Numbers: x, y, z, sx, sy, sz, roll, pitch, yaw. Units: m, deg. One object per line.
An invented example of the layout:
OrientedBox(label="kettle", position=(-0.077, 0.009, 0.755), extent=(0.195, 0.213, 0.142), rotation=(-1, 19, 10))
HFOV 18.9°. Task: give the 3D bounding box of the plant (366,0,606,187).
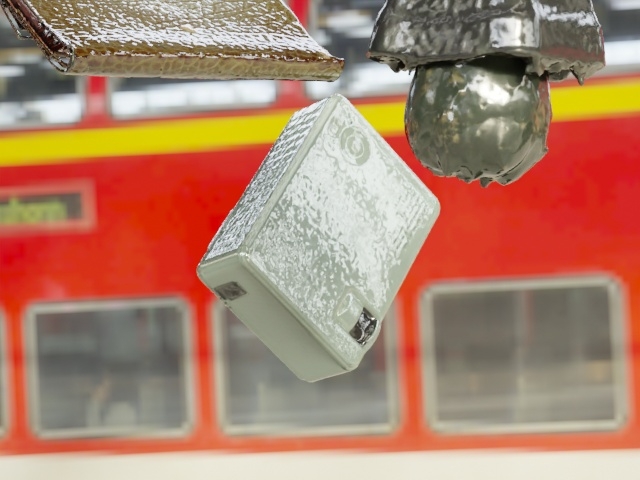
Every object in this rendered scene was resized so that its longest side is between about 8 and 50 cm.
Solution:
OrientedBox(label="plant", position=(0.135, -0.170, 1.535), extent=(0.164, 0.256, 0.142), rotation=(7, 0, 38))

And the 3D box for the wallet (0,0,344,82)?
OrientedBox(label="wallet", position=(-0.114, -0.158, 1.477), extent=(0.243, 0.039, 0.133), rotation=(-2, 34, -36))

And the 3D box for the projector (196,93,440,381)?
OrientedBox(label="projector", position=(0.000, 0.000, 2.038), extent=(0.192, 0.257, 0.099), rotation=(45, -39, -21))
